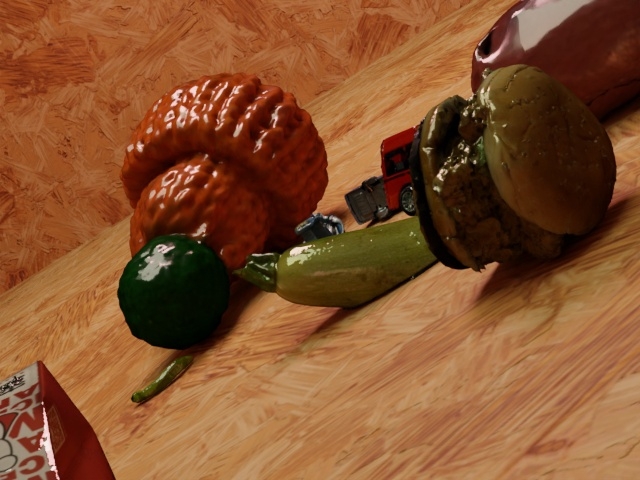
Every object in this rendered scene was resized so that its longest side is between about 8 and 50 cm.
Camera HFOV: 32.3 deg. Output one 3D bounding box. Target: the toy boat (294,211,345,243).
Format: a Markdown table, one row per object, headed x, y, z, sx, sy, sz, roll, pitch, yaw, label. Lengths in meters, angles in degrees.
| x | y | z | sx | sy | sz | roll | pitch | yaw | label |
| --- | --- | --- | --- | --- | --- | --- | --- | --- | --- |
| 0.000 | 0.000 | 1.271 | 0.060 | 0.061 | 0.137 | -30 | 11 | 16 | toy boat |

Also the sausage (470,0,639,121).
| x | y | z | sx | sy | sz | roll | pitch | yaw | label |
| --- | --- | --- | --- | --- | --- | --- | --- | --- | --- |
| 0.285 | -0.207 | 1.143 | 0.279 | 0.152 | 0.152 | -31 | 12 | 18 | sausage |

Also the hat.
| x | y | z | sx | sy | sz | roll | pitch | yaw | label |
| --- | --- | --- | --- | --- | --- | --- | --- | --- | --- |
| -0.142 | -0.006 | 1.430 | 0.285 | 0.285 | 0.400 | -24 | 42 | 38 | hat |

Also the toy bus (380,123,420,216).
| x | y | z | sx | sy | sz | roll | pitch | yaw | label |
| --- | --- | --- | --- | --- | --- | --- | --- | --- | --- |
| 0.146 | -0.083 | 1.087 | 0.081 | 0.089 | 0.195 | -10 | -4 | -37 | toy bus |

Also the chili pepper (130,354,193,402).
| x | y | z | sx | sy | sz | roll | pitch | yaw | label |
| --- | --- | --- | --- | --- | --- | --- | --- | --- | --- |
| -0.175 | 0.152 | 1.228 | 0.083 | 0.017 | 0.030 | -37 | 10 | -13 | chili pepper |

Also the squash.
| x | y | z | sx | sy | sz | roll | pitch | yaw | label |
| --- | --- | --- | --- | --- | --- | --- | --- | --- | --- |
| 0.016 | 0.031 | 1.078 | 0.200 | 0.075 | 0.090 | -12 | 31 | -1 | squash |

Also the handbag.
| x | y | z | sx | sy | sz | roll | pitch | yaw | label |
| --- | --- | --- | --- | --- | --- | --- | --- | --- | --- |
| -0.241 | 0.217 | 0.821 | 0.171 | 0.151 | 0.298 | -29 | 15 | -8 | handbag |

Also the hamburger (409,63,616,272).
| x | y | z | sx | sy | sz | roll | pitch | yaw | label |
| --- | --- | --- | --- | --- | --- | --- | --- | --- | --- |
| 0.148 | -0.059 | 0.880 | 0.131 | 0.159 | 0.184 | -17 | 0 | 45 | hamburger |

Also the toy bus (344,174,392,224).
| x | y | z | sx | sy | sz | roll | pitch | yaw | label |
| --- | --- | --- | --- | --- | --- | --- | --- | --- | --- |
| 0.103 | -0.068 | 1.311 | 0.153 | 0.051 | 0.061 | -25 | 1 | 36 | toy bus |
